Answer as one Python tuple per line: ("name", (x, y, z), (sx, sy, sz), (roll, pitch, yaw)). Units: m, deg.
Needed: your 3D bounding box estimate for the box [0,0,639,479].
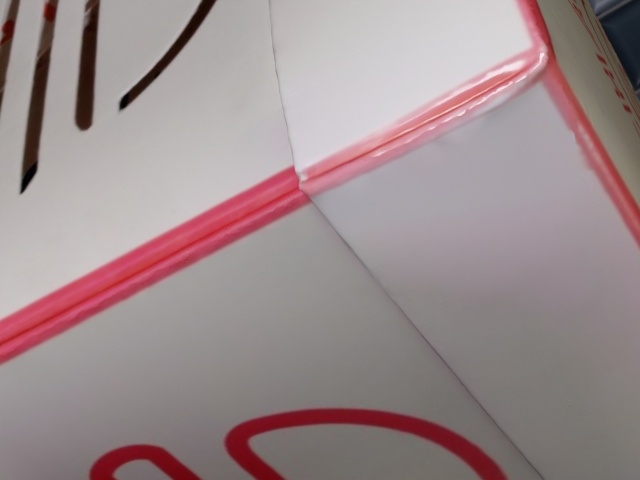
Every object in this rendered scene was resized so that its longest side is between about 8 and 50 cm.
("box", (0.000, 0.000, 0.537), (0.312, 0.300, 0.314), (48, 23, -38))
